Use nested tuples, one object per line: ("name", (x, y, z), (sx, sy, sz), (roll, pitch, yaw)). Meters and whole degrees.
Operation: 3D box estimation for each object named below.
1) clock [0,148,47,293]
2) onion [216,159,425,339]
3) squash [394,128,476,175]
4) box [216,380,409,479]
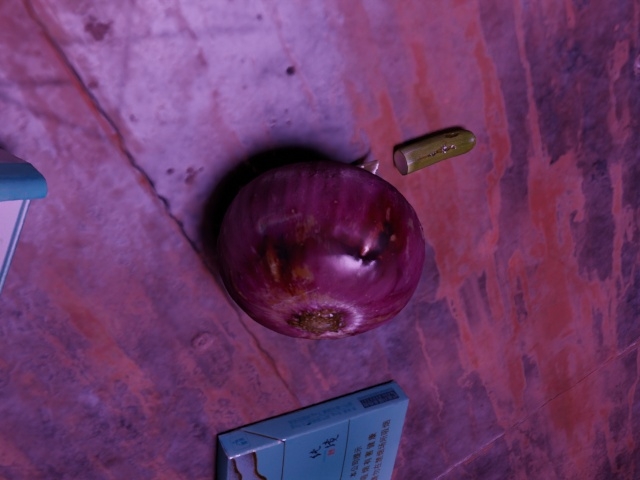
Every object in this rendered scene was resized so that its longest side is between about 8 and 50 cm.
("clock", (-0.326, 0.041, 0.492), (0.262, 0.116, 0.231), (-15, 133, -63))
("onion", (-0.001, 0.009, 0.694), (0.177, 0.153, 0.177), (-20, 149, -13))
("squash", (0.112, -0.087, 0.772), (0.083, 0.027, 0.027), (-22, 133, -19))
("box", (-0.011, 0.263, 0.956), (0.229, 0.041, 0.162), (-12, 129, -25))
